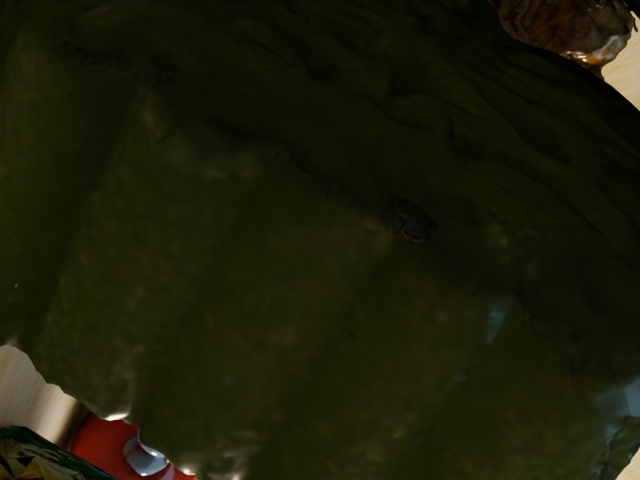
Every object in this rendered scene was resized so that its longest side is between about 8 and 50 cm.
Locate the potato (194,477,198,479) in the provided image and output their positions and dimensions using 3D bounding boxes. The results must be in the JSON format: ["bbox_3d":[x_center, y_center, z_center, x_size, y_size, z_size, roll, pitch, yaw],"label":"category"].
[{"bbox_3d":[-0.105,0.245,1.393,0.397,0.289,0.296,157,-58,-66],"label":"potato"}]

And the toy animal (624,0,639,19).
[{"bbox_3d":[0.284,-0.241,0.498,0.338,0.191,0.216,-63,175,-3],"label":"toy animal"}]

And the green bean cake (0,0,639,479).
[{"bbox_3d":[0.019,-0.028,0.492,0.218,0.319,0.335,-63,176,25],"label":"green bean cake"}]

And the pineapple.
[{"bbox_3d":[0.064,-0.147,0.703,0.161,0.334,0.158,-53,132,-4],"label":"pineapple"}]

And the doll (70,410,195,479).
[{"bbox_3d":[-0.185,0.216,0.994,0.290,0.130,0.161,-43,172,15],"label":"doll"}]

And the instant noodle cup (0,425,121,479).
[{"bbox_3d":[-0.217,0.262,0.743,0.240,0.178,0.240,-56,174,-9],"label":"instant noodle cup"}]
